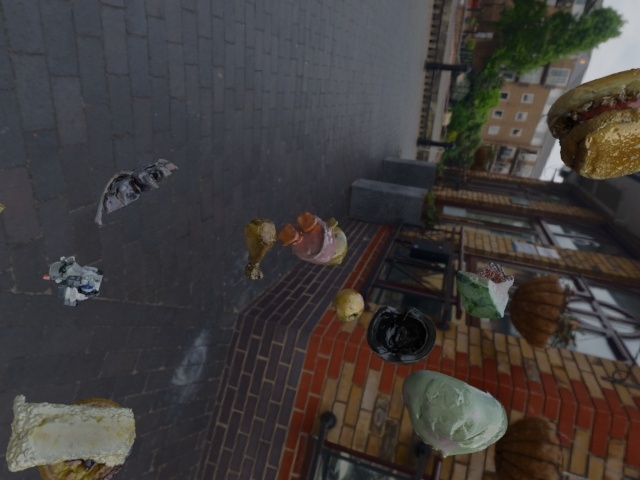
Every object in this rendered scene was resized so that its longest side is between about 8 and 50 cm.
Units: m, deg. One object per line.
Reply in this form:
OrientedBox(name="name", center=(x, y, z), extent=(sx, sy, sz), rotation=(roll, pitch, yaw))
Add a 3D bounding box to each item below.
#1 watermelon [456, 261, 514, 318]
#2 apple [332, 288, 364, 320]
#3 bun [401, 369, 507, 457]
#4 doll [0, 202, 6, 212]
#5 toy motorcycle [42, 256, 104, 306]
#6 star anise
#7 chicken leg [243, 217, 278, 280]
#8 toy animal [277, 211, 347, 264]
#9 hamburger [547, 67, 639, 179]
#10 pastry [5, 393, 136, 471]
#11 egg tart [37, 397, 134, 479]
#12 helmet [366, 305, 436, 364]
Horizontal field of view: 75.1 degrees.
OrientedBox(name="watermelon", center=(0.410, 0.126, 1.005), extent=(0.158, 0.098, 0.121), rotation=(-10, 103, -41))
OrientedBox(name="apple", center=(0.117, 0.270, 1.771), extent=(0.146, 0.147, 0.146), rotation=(12, 90, -75))
OrientedBox(name="bun", center=(0.346, 0.485, 1.131), extent=(0.293, 0.293, 0.187), rotation=(75, 36, -59))
OrientedBox(name="doll", center=(-0.770, -0.059, 0.923), extent=(0.078, 0.077, 0.113), rotation=(56, 33, -57))
OrientedBox(name="toy motorcycle", center=(-0.753, 0.122, 1.276), extent=(0.221, 0.150, 0.102), rotation=(42, -66, 63))
OrientedBox(name="star anise", center=(-0.501, -0.146, 1.102), extent=(0.262, 0.230, 0.081), rotation=(-44, 131, -28))
OrientedBox(name="chicken leg", center=(-0.192, 0.032, 1.259), extent=(0.087, 0.107, 0.251), rotation=(-12, 138, -31))
OrientedBox(name="toy animal", center=(0.003, 0.004, 1.399), extent=(0.169, 0.195, 0.281), rotation=(63, 20, 16))
OrientedBox(name="hamburger", center=(0.624, -0.248, 0.881), extent=(0.244, 0.245, 0.162), rotation=(68, 19, -63))
OrientedBox(name="pastry", center=(-0.461, 0.377, 0.801), extent=(0.258, 0.089, 0.121), rotation=(37, 48, -47))
OrientedBox(name="egg tart", center=(-0.589, 0.522, 1.066), extent=(0.170, 0.215, 0.215), rotation=(122, -8, -56))
OrientedBox(name="helmet", center=(0.214, 0.265, 1.111), extent=(0.107, 0.177, 0.153), rotation=(78, 25, -51))
